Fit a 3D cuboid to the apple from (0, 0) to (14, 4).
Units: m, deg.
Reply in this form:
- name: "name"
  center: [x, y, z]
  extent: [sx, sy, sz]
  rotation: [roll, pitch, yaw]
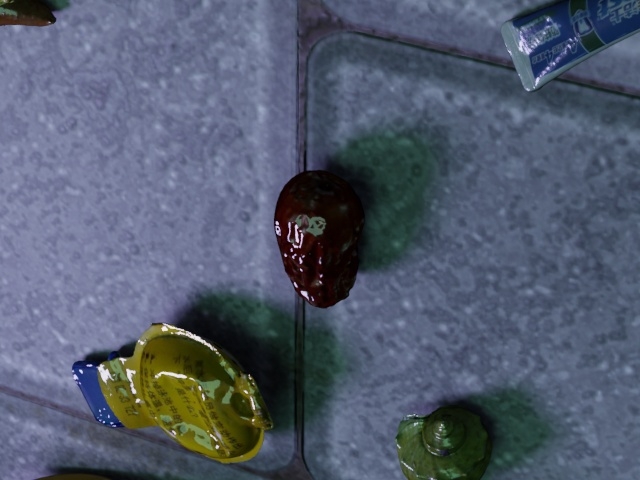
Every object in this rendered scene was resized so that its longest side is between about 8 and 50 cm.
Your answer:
- name: "apple"
  center: [-0.353, -0.238, 1.413]
  extent: [0.246, 0.246, 0.226]
  rotation: [41, 139, -1]

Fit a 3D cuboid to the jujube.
- name: "jujube"
  center: [0.000, 0.000, 1.490]
  extent: [0.077, 0.077, 0.129]
  rotation: [16, 138, 20]

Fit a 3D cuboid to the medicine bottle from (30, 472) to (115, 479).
- name: "medicine bottle"
  center: [-0.254, 0.389, 1.789]
  extent: [0.238, 0.238, 0.232]
  rotation: [1, 123, 29]

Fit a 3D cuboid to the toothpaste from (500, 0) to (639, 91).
- name: "toothpaste"
  center: [0.212, -0.163, 1.281]
  extent: [0.197, 0.035, 0.057]
  rotation: [-22, 92, 40]

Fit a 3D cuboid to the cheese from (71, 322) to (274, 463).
- name: "cheese"
  center: [-0.139, 0.141, 1.669]
  extent: [0.250, 0.064, 0.156]
  rotation: [-2, 119, 42]

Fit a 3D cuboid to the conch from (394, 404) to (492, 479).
- name: "conch"
  center: [0.106, 0.185, 1.569]
  extent: [0.089, 0.074, 0.121]
  rotation: [32, 155, 26]

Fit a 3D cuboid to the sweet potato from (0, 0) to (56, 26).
- name: "sweet potato"
  center: [-0.345, -0.184, 1.570]
  extent: [0.255, 0.058, 0.078]
  rotation: [-14, 129, 33]
